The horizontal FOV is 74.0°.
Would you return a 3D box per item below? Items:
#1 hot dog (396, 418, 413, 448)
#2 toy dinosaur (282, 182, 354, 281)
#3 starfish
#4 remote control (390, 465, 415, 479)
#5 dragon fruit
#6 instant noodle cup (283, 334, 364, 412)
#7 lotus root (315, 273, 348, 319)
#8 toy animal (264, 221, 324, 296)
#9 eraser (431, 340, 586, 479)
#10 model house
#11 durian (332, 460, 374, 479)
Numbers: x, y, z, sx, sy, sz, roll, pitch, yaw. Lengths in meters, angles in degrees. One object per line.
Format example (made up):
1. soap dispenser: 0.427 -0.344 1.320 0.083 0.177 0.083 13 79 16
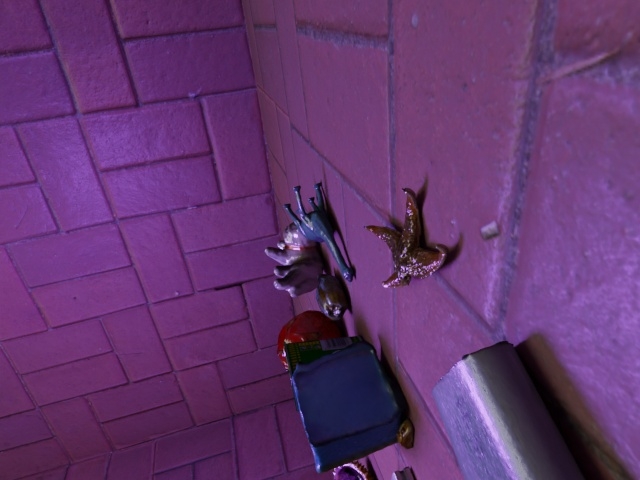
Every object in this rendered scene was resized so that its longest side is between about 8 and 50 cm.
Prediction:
1. hot dog: 0.194 0.451 0.982 0.030 0.034 0.090 -117 17 -53
2. toy dinosaur: 0.000 0.000 1.364 0.383 0.129 0.331 119 129 -76
3. starfish: 0.142 0.002 0.702 0.247 0.050 0.138 131 127 -69
4. remote control: 0.214 0.695 1.107 0.277 0.055 0.103 88 166 -44
5. dragon fruit: -0.035 0.374 1.537 0.241 0.252 0.241 50 -151 -42
6. instant noodle cup: 0.022 0.370 1.250 0.207 0.232 0.207 168 90 -83
7. lotus root: 0.032 0.173 1.380 0.192 0.088 0.113 -116 33 -56
8. toy animal: -0.079 0.055 1.573 0.266 0.188 0.308 43 -158 11
9. eraser: 0.217 0.253 0.479 0.174 0.081 0.227 96 161 -55
10. model house: 0.074 0.451 1.083 0.215 0.237 0.303 -118 15 -50
11. durian: 0.150 0.918 1.545 0.261 0.153 0.186 61 -176 40
